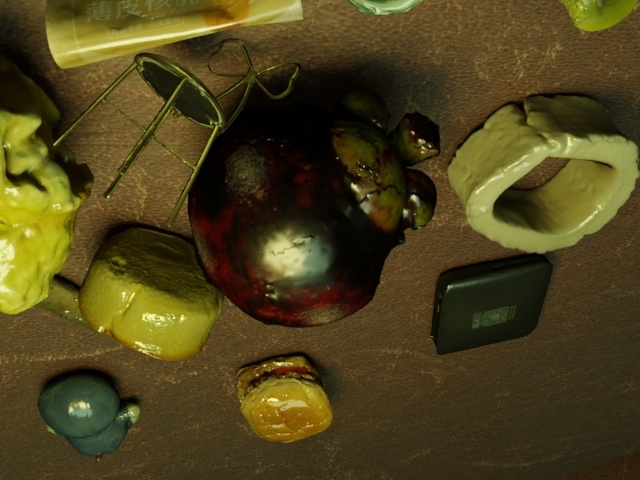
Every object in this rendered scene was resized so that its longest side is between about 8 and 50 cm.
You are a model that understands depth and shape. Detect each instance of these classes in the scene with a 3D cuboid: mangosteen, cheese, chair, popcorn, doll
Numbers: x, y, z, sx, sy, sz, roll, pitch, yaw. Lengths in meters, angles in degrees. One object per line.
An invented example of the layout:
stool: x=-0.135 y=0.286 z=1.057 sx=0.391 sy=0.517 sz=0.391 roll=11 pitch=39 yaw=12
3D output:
mangosteen: x=-0.020 y=-0.068 z=1.065 sx=0.421 sy=0.381 sz=0.381 roll=-52 pitch=134 yaw=-11
cheese: x=0.428 y=-0.132 z=1.258 sx=0.332 sy=0.153 sz=0.292 roll=4 pitch=133 yaw=-22
chair: x=-0.188 y=-0.194 z=0.885 sx=0.326 sy=0.159 sz=0.170 roll=-57 pitch=151 yaw=-17
popcorn: x=-0.476 y=-0.090 z=0.900 sx=0.293 sy=0.334 sz=0.292 roll=-43 pitch=145 yaw=-16
doll: x=-0.557 y=0.410 z=1.533 sx=0.228 sy=0.154 sz=0.258 roll=-11 pitch=129 yaw=0

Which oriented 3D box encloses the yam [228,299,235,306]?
yam: x=-0.075 y=0.081 z=1.364 sx=0.259 sy=0.106 sz=0.106 roll=-6 pitch=135 yaw=-9

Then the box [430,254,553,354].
box: x=0.419 y=0.162 z=1.605 sx=0.289 sy=0.073 sz=0.290 roll=-12 pitch=136 yaw=-5

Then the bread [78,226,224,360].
bread: x=-0.305 y=0.097 z=1.197 sx=0.270 sy=0.270 sz=0.148 roll=16 pitch=120 yaw=-29

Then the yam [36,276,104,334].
yam: x=-0.538 y=0.103 z=1.274 sx=0.071 sy=0.067 sz=0.317 roll=-43 pitch=133 yaw=8

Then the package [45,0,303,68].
package: x=-0.192 y=-0.349 z=0.839 sx=0.311 sy=0.221 sz=0.165 roll=-12 pitch=118 yaw=1

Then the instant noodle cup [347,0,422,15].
instant noodle cup: x=0.056 y=-0.403 z=0.818 sx=0.207 sy=0.233 sz=0.207 roll=-7 pitch=135 yaw=-7

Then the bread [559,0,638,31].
bread: x=0.435 y=-0.406 z=1.008 sx=0.111 sy=0.114 sz=0.129 roll=-13 pitch=136 yaw=-4

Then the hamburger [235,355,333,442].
hamburger: x=-0.095 y=0.405 z=1.635 sx=0.244 sy=0.163 sz=0.244 roll=-8 pitch=138 yaw=-7
